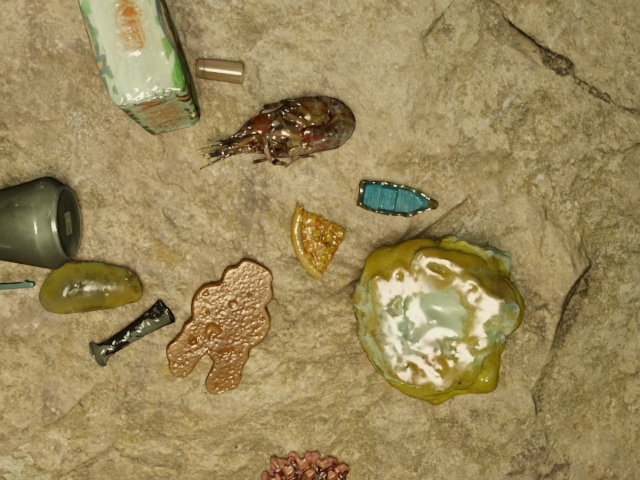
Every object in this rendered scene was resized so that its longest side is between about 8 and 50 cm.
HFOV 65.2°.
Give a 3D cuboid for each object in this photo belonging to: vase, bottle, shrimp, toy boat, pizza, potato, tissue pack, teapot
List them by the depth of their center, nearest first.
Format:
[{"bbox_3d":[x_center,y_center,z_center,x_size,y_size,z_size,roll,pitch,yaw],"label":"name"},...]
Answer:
[{"bbox_3d":[-0.304,-0.323,0.874,0.128,0.311,0.227,-17,97,-8],"label":"tissue pack"},{"bbox_3d":[-0.572,-0.011,0.913,0.226,0.171,0.202,-3,97,-7],"label":"teapot"},{"bbox_3d":[-0.449,0.094,0.988,0.188,0.085,0.105,3,96,-19],"label":"potato"},{"bbox_3d":[-0.385,0.189,1.023,0.167,0.059,0.059,-33,101,-10],"label":"vase"},{"bbox_3d":[-0.207,-0.352,1.034,0.097,0.045,0.045,4,93,-13],"label":"bottle"},{"bbox_3d":[-0.087,-0.211,1.040,0.344,0.116,0.145,-19,84,-12],"label":"shrimp"},{"bbox_3d":[0.000,0.000,1.114,0.131,0.041,0.178,-5,95,-15],"label":"pizza"},{"bbox_3d":[0.171,-0.092,1.131,0.186,0.077,0.075,10,91,-14],"label":"toy boat"}]

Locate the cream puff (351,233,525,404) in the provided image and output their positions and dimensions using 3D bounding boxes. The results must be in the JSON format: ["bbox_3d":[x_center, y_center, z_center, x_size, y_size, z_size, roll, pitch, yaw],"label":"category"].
[{"bbox_3d":[0.262,0.163,1.096,0.379,0.275,0.377,-1,88,15],"label":"cream puff"}]

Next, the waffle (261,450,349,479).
[{"bbox_3d":[-0.043,0.600,1.144,0.222,0.055,0.234,10,87,-13],"label":"waffle"}]

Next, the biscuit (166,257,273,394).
[{"bbox_3d":[-0.201,0.179,1.077,0.186,0.044,0.295,33,87,-17],"label":"biscuit"}]
